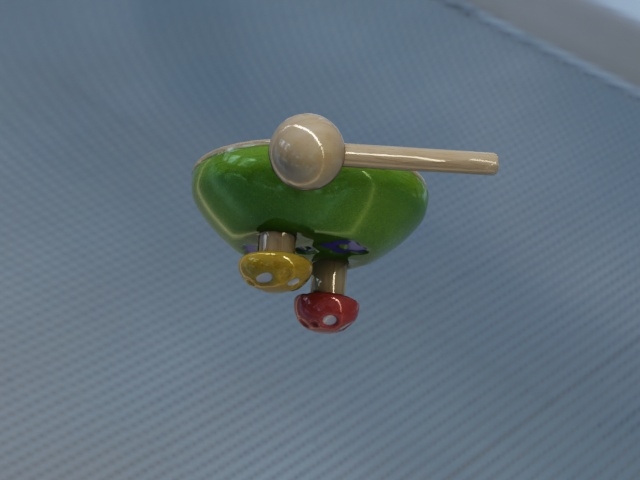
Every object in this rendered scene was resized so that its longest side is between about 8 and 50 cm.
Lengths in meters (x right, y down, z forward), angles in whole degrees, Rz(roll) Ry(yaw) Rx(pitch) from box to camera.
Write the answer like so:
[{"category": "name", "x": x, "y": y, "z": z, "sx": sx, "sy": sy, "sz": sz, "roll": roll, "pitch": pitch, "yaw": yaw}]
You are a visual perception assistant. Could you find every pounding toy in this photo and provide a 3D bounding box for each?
[{"category": "pounding toy", "x": 0.000, "y": 0.000, "z": 1.136, "sx": 0.182, "sy": 0.237, "sz": 0.110, "roll": 12, "pitch": 71, "yaw": -23}]
